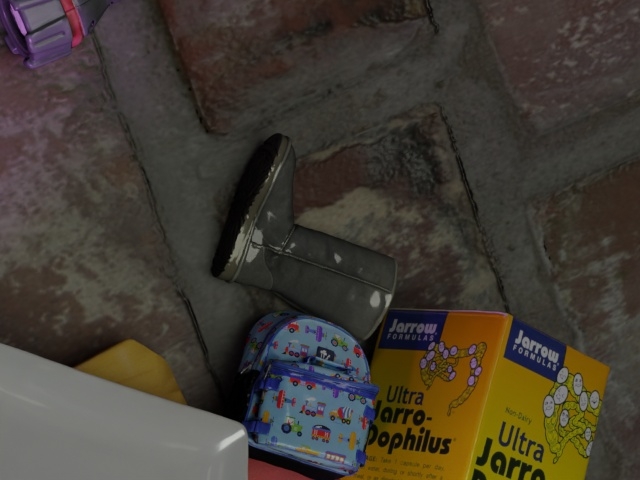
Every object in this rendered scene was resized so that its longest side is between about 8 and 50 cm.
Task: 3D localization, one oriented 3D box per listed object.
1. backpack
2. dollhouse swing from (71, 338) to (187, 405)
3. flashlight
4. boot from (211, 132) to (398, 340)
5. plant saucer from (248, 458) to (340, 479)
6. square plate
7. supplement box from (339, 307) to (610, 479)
[{"bbox_3d":[-0.013,0.159,1.740,0.158,0.117,0.173,22,70,-17],"label":"backpack"},{"bbox_3d":[-0.294,0.307,1.627,0.315,0.305,0.347,-24,93,18],"label":"dollhouse swing"},{"bbox_3d":[-0.184,-0.279,1.655,0.304,0.103,0.103,-27,72,-19],"label":"flashlight"},{"bbox_3d":[0.000,-0.002,1.797,0.208,0.076,0.189,20,99,-21],"label":"boot"},{"bbox_3d":[-0.035,0.337,1.819,0.259,0.048,0.258,-20,103,-27],"label":"plant saucer"},{"bbox_3d":[-0.205,0.296,1.485,0.347,0.049,0.344,25,55,-41],"label":"square plate"},{"bbox_3d":[0.155,0.273,1.787,0.194,0.195,0.356,27,72,-38],"label":"supplement box"}]
